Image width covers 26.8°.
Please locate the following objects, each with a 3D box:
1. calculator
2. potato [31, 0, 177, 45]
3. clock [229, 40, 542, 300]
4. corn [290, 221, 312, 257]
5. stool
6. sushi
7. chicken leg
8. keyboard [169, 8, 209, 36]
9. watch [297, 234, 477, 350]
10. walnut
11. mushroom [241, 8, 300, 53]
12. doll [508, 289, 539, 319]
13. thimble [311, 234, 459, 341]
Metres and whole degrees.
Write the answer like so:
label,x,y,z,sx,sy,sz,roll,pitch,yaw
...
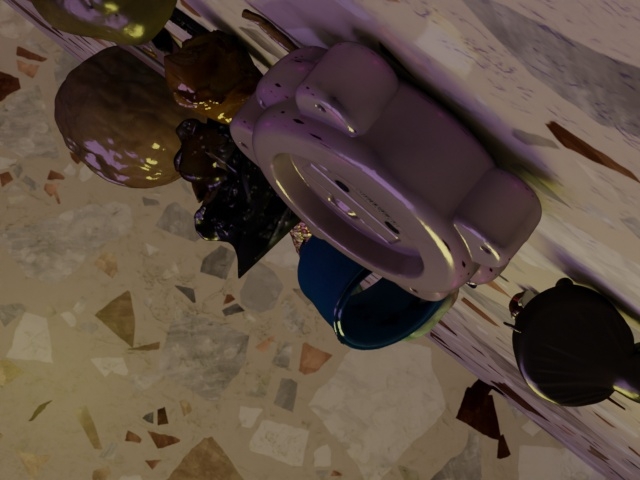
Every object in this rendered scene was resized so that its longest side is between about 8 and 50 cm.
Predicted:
label,x,y,z,sx,sy,sz,roll,pitch,yaw
calculator,-0.294,-0.334,2.021,0.194,0.043,0.294,37,173,20
potato,-0.229,-0.280,1.408,0.155,0.137,0.200,6,-170,-25
clock,0.060,-0.064,1.288,0.295,0.113,0.322,41,167,-6
corn,0.000,0.000,2.291,0.098,0.098,0.289,34,154,40
stool,0.301,0.120,1.478,0.217,0.125,0.121,19,-166,1
sushi,-0.093,-0.109,1.852,0.212,0.215,0.227,42,-164,-4
chicken leg,-0.080,-0.168,1.635,0.252,0.107,0.087,31,162,-22
keyboard,-0.214,-0.308,1.753,0.195,0.018,0.060,37,179,14
watch,0.070,0.030,1.596,0.196,0.200,0.171,18,-154,-35
walnut,-0.309,-0.204,2.264,0.273,0.227,0.273,32,174,4
mushroom,0.034,-0.150,1.373,0.286,0.028,0.026,38,-142,-1
doll,0.277,0.088,1.810,0.058,0.040,0.085,21,173,28
thimble,0.077,0.024,1.783,0.211,0.185,0.149,43,174,-15
